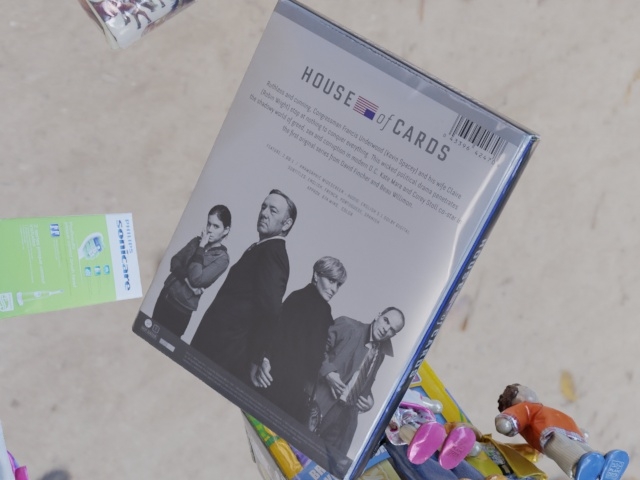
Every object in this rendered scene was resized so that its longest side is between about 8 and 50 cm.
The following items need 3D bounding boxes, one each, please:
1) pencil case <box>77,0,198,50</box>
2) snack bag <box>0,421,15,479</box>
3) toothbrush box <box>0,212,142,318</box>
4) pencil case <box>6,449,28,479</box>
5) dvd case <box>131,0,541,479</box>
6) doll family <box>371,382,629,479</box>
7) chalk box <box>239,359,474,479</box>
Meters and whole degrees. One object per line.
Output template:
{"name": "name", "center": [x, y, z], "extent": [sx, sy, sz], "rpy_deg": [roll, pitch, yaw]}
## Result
{"name": "pencil case", "center": [-0.123, -0.405, 1.382], "extent": [0.410, 0.183, 0.160], "rpy_deg": [-32, 171, 8]}
{"name": "snack bag", "center": [-0.384, 0.097, 0.996], "extent": [0.037, 0.343, 0.323], "rpy_deg": [-44, 158, -30]}
{"name": "toothbrush box", "center": [-0.395, 0.038, 1.480], "extent": [0.283, 0.206, 0.122], "rpy_deg": [-4, 87, -61]}
{"name": "pencil case", "center": [-0.399, 0.306, 1.376], "extent": [0.105, 0.236, 0.104], "rpy_deg": [6, 68, -16]}
{"name": "dvd case", "center": [0.000, 0.000, 0.710], "extent": [0.030, 0.179, 0.238], "rpy_deg": [-9, 129, -63]}
{"name": "doll family", "center": [0.105, 0.173, 0.960], "extent": [0.263, 0.163, 0.118], "rpy_deg": [15, 101, -30]}
{"name": "chalk box", "center": [0.040, 0.209, 1.161], "extent": [0.179, 0.289, 0.180], "rpy_deg": [-28, 152, -14]}
